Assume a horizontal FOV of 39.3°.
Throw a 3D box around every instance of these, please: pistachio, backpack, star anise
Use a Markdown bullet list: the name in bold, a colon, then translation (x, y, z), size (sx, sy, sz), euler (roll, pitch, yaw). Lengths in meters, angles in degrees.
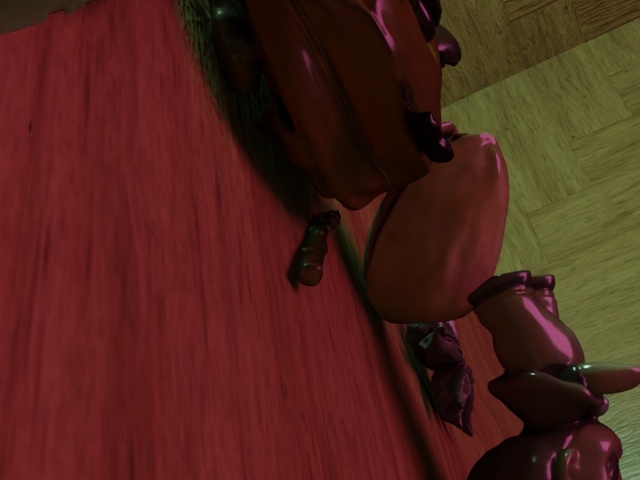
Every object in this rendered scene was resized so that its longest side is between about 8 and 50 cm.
- **pistachio**: translation (0.124, -0.016, 0.984), size (0.157, 0.157, 0.230), euler (-49, 157, -78)
- **backpack**: translation (0.015, -0.209, 0.877), size (0.353, 0.201, 0.378), euler (47, 23, -55)
- **star anise**: translation (0.156, 0.162, 1.130), size (0.195, 0.065, 0.182), euler (-94, 163, -70)

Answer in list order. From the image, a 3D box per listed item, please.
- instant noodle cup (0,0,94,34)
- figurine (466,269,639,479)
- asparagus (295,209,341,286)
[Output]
- **instant noodle cup**: translation (-0.091, -0.148, 0.202), size (0.251, 0.251, 0.190), euler (-74, 148, -73)
- **figurine**: translation (0.226, 0.220, 0.893), size (0.248, 0.203, 0.381), euler (59, 23, -76)
- **asparagus**: translation (0.000, 0.000, 0.824), size (0.248, 0.024, 0.025), euler (-69, 141, -76)
